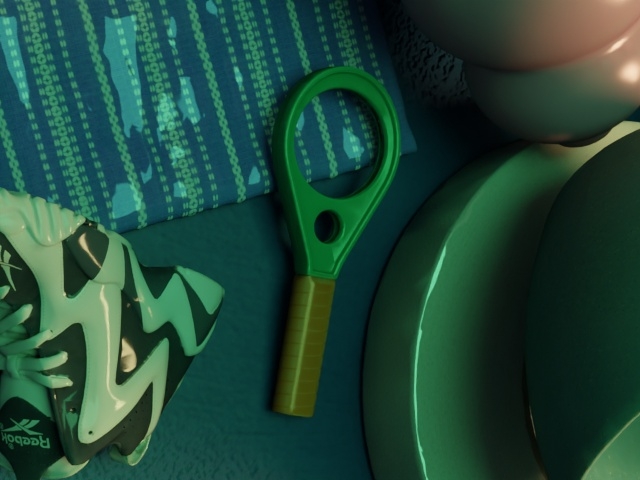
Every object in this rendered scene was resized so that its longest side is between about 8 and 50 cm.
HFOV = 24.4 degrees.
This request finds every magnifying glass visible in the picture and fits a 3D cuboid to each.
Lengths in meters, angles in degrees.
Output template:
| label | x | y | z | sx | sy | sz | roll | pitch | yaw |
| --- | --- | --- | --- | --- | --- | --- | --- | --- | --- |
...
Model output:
| label | x | y | z | sx | sy | sz | roll | pitch | yaw |
| --- | --- | --- | --- | --- | --- | --- | --- | --- | --- |
| magnifying glass | 0.000 | 0.000 | 0.972 | 0.092 | 0.026 | 0.231 | 11 | 86 | -33 |

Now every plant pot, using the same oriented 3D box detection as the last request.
| label | x | y | z | sx | sy | sz | roll | pitch | yaw |
| --- | --- | --- | --- | --- | --- | --- | --- | --- | --- |
| plant pot | 0.245 | 0.038 | 0.924 | 0.290 | 0.290 | 0.195 | -1 | 49 | -29 |

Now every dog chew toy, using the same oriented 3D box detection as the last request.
| label | x | y | z | sx | sy | sz | roll | pitch | yaw |
| --- | --- | --- | --- | --- | --- | --- | --- | --- | --- |
| dog chew toy | 0.124 | -0.202 | 0.919 | 0.206 | 0.206 | 0.332 | -41 | 128 | -26 |

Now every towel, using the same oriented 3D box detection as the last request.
| label | x | y | z | sx | sy | sz | roll | pitch | yaw |
| --- | --- | --- | --- | --- | --- | --- | --- | --- | --- |
| towel | -0.101 | -0.136 | 0.937 | 0.336 | 0.040 | 0.243 | -16 | 94 | -29 |

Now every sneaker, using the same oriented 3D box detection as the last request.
| label | x | y | z | sx | sy | sz | roll | pitch | yaw |
| --- | --- | --- | --- | --- | --- | --- | --- | --- | --- |
| sneaker | -0.165 | 0.062 | 0.832 | 0.235 | 0.094 | 0.153 | 30 | 74 | -52 |

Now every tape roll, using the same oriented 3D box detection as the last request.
| label | x | y | z | sx | sy | sz | roll | pitch | yaw |
| --- | --- | --- | --- | --- | --- | --- | --- | --- | --- |
| tape roll | 0.211 | 0.109 | 1.068 | 0.392 | 0.072 | 0.392 | 3 | 84 | -30 |
